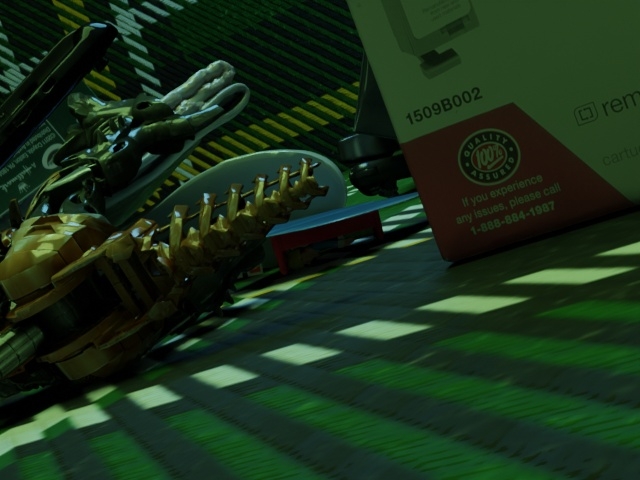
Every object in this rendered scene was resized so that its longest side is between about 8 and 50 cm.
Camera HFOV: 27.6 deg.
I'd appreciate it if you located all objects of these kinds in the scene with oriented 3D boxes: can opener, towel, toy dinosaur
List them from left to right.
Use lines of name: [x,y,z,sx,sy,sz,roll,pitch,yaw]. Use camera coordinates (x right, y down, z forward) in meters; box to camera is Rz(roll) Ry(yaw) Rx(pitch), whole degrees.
towel: [-0.234,-0.005,1.162,0.332,0.053,0.317,-42,4,-35]
toy dinosaur: [-0.128,0.026,0.764,0.321,0.164,0.218,1,29,25]
can opener: [0.107,-0.086,1.358,0.186,0.073,0.059,-9,6,-25]

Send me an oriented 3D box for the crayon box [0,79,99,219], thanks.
crayon box: [-0.324,-0.020,1.226,0.203,0.083,0.323,-43,4,-31]

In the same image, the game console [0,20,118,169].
game console: [-0.268,-0.022,0.944,0.361,0.044,0.213,-51,20,-11]

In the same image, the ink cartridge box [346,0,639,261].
ink cartridge box: [0.114,-0.158,0.629,0.207,0.283,0.117,-19,5,33]

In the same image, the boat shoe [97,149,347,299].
boat shoe: [-0.095,-0.004,1.095,0.267,0.096,0.088,-29,6,18]

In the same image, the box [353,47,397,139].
box: [0.140,-0.180,1.335,0.165,0.143,0.270,9,13,9]

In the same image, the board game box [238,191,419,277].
board game box: [0.000,0.000,0.942,0.168,0.033,0.133,-10,5,43]
